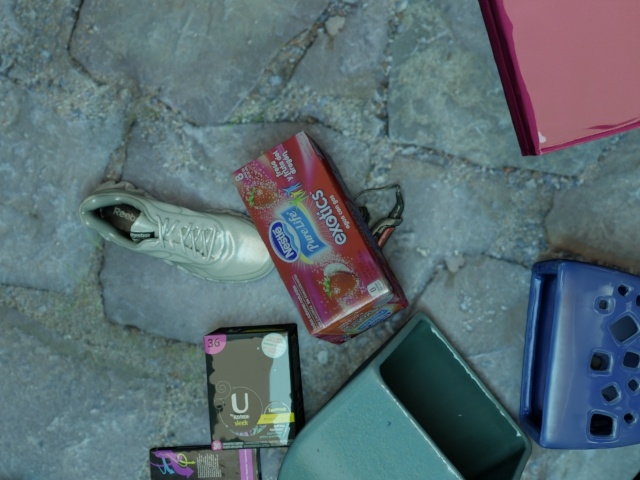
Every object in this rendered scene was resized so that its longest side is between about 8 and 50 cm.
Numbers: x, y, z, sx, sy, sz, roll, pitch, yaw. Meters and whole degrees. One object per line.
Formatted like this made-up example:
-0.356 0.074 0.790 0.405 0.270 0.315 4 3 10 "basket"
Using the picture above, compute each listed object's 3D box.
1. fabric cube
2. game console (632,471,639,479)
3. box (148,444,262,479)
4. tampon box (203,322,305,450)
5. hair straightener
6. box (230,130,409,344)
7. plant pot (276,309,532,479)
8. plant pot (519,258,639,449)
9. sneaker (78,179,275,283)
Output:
0.351 -0.262 1.388 0.254 0.259 0.258 -16 92 6 "fabric cube"
0.463 0.303 1.356 0.060 0.342 0.386 39 96 8 "game console"
-0.165 0.355 1.589 0.162 0.029 0.116 -3 91 6 "box"
-0.091 0.203 1.536 0.121 0.101 0.160 -4 92 6 "tampon box"
0.038 0.012 1.540 0.089 0.047 0.230 33 96 4 "hair straightener"
0.000 0.000 1.471 0.123 0.128 0.256 -31 72 9 "box"
0.091 0.288 1.459 0.252 0.247 0.247 -40 88 25 "plant pot"
0.382 0.151 1.413 0.212 0.236 0.235 7 89 3 "plant pot"
-0.201 -0.007 1.535 0.292 0.118 0.110 14 92 5 "sneaker"
